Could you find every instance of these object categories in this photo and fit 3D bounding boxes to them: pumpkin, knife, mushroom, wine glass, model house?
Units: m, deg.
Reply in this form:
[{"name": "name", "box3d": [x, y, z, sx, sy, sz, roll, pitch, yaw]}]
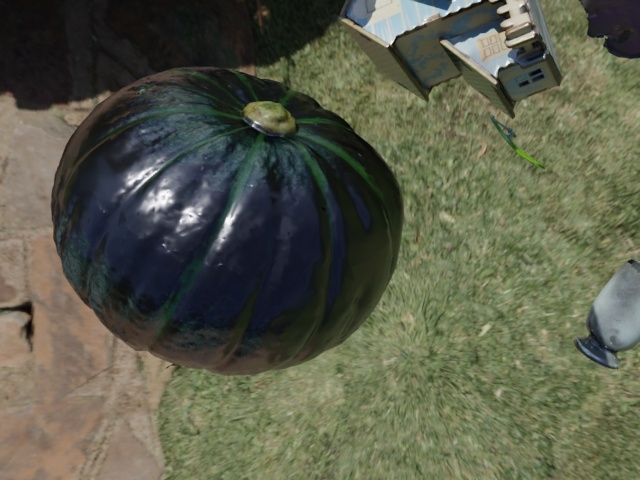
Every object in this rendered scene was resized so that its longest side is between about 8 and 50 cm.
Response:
[{"name": "pumpkin", "box3d": [-0.076, 0.006, 0.614, 0.248, 0.248, 0.248, -1, 82, 6]}, {"name": "knife", "box3d": [0.378, -0.179, 1.596, 0.022, 0.078, 0.166, -53, 38, 24]}, {"name": "mushroom", "box3d": [0.559, -0.426, 1.497, 0.117, 0.141, 0.188, -35, 119, -25]}, {"name": "wine glass", "box3d": [0.574, 0.141, 1.596, 0.111, 0.111, 0.204, 30, 108, 9]}, {"name": "model house", "box3d": [0.132, -0.265, 0.949, 0.206, 0.178, 0.271, -19, 67, 23]}]
